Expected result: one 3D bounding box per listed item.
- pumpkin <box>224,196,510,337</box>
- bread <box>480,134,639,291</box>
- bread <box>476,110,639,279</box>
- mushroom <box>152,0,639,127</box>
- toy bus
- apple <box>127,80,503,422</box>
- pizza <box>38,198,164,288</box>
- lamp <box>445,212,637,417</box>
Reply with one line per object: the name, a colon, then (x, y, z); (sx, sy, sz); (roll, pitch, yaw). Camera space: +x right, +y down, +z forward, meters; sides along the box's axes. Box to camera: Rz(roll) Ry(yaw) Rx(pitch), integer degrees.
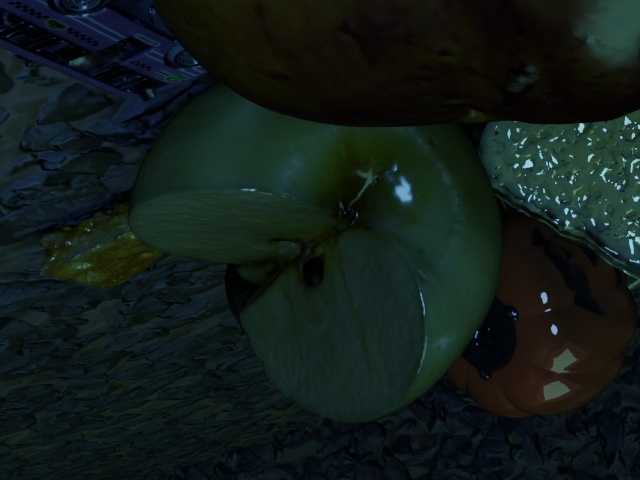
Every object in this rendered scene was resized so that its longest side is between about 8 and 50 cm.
pumpkin: (0.057, 0.028, 1.228); (0.320, 0.192, 0.320); (-15, 163, -5)
bread: (0.270, -0.042, 1.192); (0.110, 0.209, 0.192); (-31, 158, 27)
bread: (0.311, -0.124, 1.030); (0.248, 0.279, 0.315); (-64, 174, 19)
mushroom: (0.087, -0.192, 0.624); (0.345, 0.259, 0.345); (0, -175, 0)
toy bus: (-0.141, -0.148, 0.686); (0.098, 0.086, 0.178); (-23, 159, 26)
apple: (0.007, -0.018, 0.945); (0.233, 0.295, 0.258); (-50, -174, -22)
pizza: (-0.214, 0.001, 1.143); (0.134, 0.046, 0.175); (-5, 159, -37)
lamp: (0.195, 0.065, 1.045); (0.164, 0.187, 0.188); (-11, 163, -40)
